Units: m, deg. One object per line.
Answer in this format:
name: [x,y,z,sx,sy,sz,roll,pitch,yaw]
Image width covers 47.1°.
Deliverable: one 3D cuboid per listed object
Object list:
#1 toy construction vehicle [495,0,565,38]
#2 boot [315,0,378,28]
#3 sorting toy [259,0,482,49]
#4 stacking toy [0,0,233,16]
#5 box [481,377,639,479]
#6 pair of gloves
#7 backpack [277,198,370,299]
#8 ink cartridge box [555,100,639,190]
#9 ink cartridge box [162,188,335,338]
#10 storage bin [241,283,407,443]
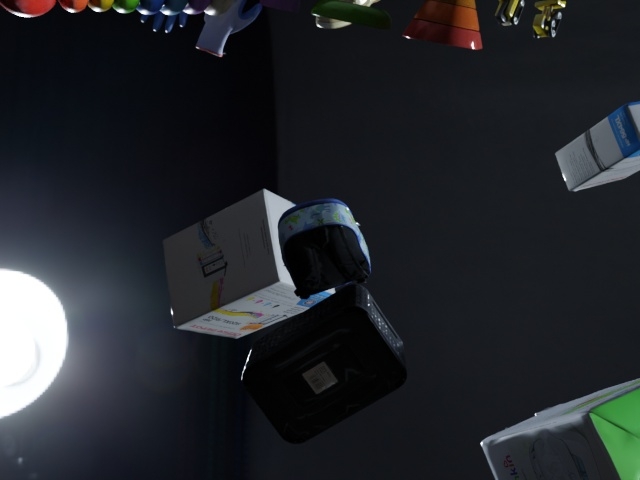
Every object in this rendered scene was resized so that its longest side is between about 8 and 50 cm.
toy construction vehicle: [0.249,-0.289,0.868,0.035,0.098,0.086,28,171,-41]
boot: [0.074,-0.622,1.672,0.095,0.262,0.203,33,153,34]
sorting toy: [0.081,-0.384,1.110,0.365,0.126,0.127,19,-161,19]
stacking toy: [-0.294,-0.376,1.042,0.330,0.141,0.141,-16,-178,-26]
box: [0.383,0.253,0.940,0.262,0.127,0.231,-13,162,-27]
pair of gloves: [-0.197,-0.396,1.194,0.198,0.159,0.023,25,-160,-5]
backpack: [0.000,0.000,0.896,0.105,0.084,0.114,-16,139,5]
ink cartridge box: [0.549,-0.173,1.323,0.148,0.086,0.203,-13,168,-23]
ink cartridge box: [-0.126,0.051,1.272,0.232,0.168,0.171,-24,154,27]
storage bin: [0.006,0.153,0.918,0.180,0.122,0.084,-32,-169,10]
